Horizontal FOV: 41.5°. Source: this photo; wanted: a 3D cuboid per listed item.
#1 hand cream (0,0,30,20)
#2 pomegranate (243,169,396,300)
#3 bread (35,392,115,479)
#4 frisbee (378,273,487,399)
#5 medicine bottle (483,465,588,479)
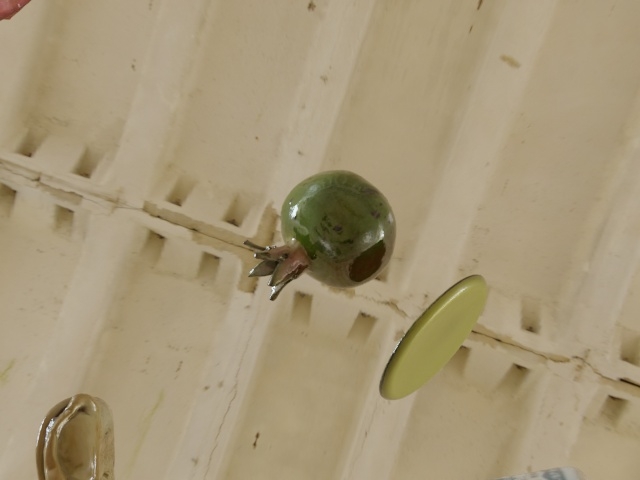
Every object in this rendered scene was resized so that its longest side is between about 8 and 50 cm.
[{"bbox_3d":[-0.226,-0.192,0.404,0.125,0.193,0.193,8,-91,31],"label":"hand cream"},{"bbox_3d":[0.000,0.000,1.229,0.224,0.181,0.181,-34,-92,-19],"label":"pomegranate"},{"bbox_3d":[-0.298,0.258,1.034,0.081,0.225,0.134,-1,-102,-6],"label":"bread"},{"bbox_3d":[0.172,0.148,1.251,0.017,0.236,0.236,39,-89,27],"label":"frisbee"},{"bbox_3d":[0.083,0.246,0.592,0.237,0.139,0.139,-13,-92,8],"label":"medicine bottle"}]
